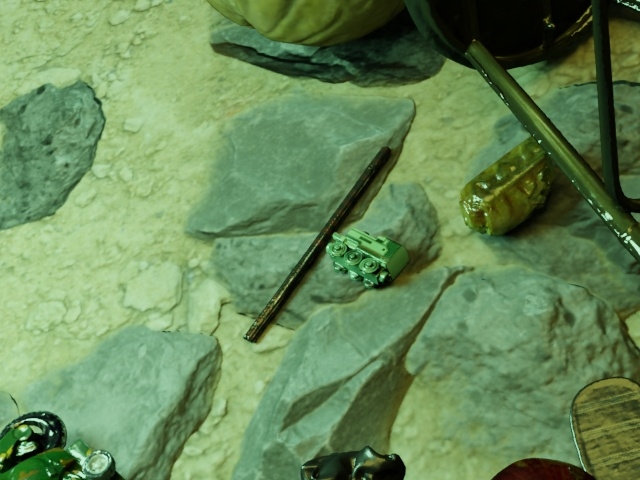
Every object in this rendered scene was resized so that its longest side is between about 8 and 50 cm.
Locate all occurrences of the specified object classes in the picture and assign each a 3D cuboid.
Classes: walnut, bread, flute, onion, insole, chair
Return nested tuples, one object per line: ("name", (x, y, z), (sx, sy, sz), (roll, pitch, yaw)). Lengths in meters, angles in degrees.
("walnut", (-0.003, -0.387, 1.324), (0.333, 0.333, 0.333), (-12, 52, 15))
("bread", (0.189, -0.049, 1.155), (0.110, 0.060, 0.066), (-38, 78, -7))
("flute", (0.000, 0.000, 1.230), (0.014, 0.014, 0.269), (23, 68, 34))
("onion", (0.177, 0.228, 0.921), (0.117, 0.118, 0.118), (-29, 45, -29))
("insole", (0.276, 0.243, 0.933), (0.110, 0.012, 0.309), (-19, 51, 11))
("chair", (0.302, -0.242, 1.048), (0.362, 0.364, 0.410), (-28, 37, -17))

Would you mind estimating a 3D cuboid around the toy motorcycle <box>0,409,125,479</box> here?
("toy motorcycle", (-0.258, 0.274, 1.074), (0.275, 0.124, 0.187), (29, 61, 36))

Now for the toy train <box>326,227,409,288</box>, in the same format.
("toy train", (0.045, 0.015, 1.187), (0.083, 0.033, 0.053), (28, 65, 37))

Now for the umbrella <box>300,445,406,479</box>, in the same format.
("umbrella", (0.043, 0.304, 0.933), (0.110, 0.122, 0.272), (-48, 37, 47))
